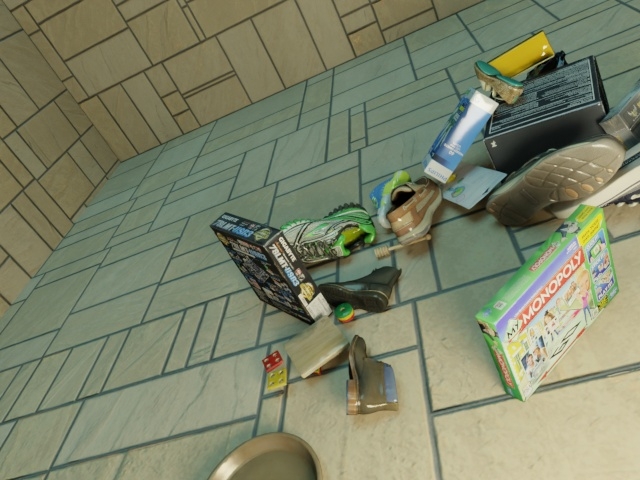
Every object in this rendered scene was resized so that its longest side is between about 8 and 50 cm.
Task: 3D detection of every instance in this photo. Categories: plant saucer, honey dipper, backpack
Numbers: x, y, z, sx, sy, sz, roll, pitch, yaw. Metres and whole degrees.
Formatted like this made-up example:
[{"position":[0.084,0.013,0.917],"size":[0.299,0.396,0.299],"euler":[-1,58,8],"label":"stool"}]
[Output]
[{"position":[-0.117,0.499,1.013],"size":[0.277,0.041,0.278],"euler":[-20,31,13],"label":"plant saucer"},{"position":[0.229,0.014,1.465],"size":[0.160,0.030,0.030],"euler":[-16,32,12],"label":"honey dipper"},{"position":[0.717,-0.482,1.671],"size":[0.173,0.158,0.117],"euler":[-46,16,-22],"label":"backpack"}]

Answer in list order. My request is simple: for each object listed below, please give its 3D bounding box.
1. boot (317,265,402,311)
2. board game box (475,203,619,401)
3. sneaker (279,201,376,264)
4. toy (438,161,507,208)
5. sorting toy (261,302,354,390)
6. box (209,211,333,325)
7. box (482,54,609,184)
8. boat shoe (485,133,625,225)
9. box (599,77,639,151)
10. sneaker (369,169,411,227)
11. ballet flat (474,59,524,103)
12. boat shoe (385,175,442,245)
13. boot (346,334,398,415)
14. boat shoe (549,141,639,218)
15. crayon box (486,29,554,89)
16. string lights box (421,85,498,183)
[{"position":[0.105,0.115,1.382],"size":[0.197,0.077,0.137],"euler":[10,42,29],"label":"boot"},{"position":[0.426,0.113,0.970],"size":[0.317,0.214,0.046],"euler":[-41,33,-18],"label":"board game box"},{"position":[0.000,0.000,1.547],"size":[0.343,0.134,0.146],"euler":[-25,33,-6],"label":"sneaker"},{"position":[0.424,-0.147,1.506],"size":[0.137,0.056,0.237],"euler":[-43,25,1],"label":"toy"},{"position":[-0.013,0.266,1.266],"size":[0.274,0.046,0.132],"euler":[-34,31,-8],"label":"sorting toy"},{"position":[-0.135,0.074,1.409],"size":[0.073,0.293,0.295],"euler":[-43,33,-23],"label":"box"},{"position":[0.630,-0.324,1.467],"size":[0.296,0.183,0.294],"euler":[-15,32,33],"label":"box"},{"position":[0.539,-0.161,1.249],"size":[0.355,0.132,0.130],"euler":[-33,22,54],"label":"boat shoe"},{"position":[0.801,-0.283,1.277],"size":[0.231,0.183,0.056],"euler":[-43,5,-22],"label":"box"},{"position":[0.203,-0.112,1.635],"size":[0.126,0.091,0.240],"euler":[-25,25,44],"label":"sneaker"},{"position":[0.494,-0.447,1.508],"size":[0.073,0.067,0.206],"euler":[-3,38,-20],"label":"ballet flat"},{"position":[0.260,-0.115,1.495],"size":[0.123,0.116,0.324],"euler":[-33,15,30],"label":"boat shoe"},{"position":[0.111,0.286,1.133],"size":[0.106,0.082,0.219],"euler":[1,32,6],"label":"boot"},{"position":[0.703,-0.111,1.186],"size":[0.340,0.158,0.127],"euler":[-38,20,49],"label":"boat shoe"},{"position":[0.610,-0.559,1.639],"size":[0.202,0.081,0.318],"euler":[-26,10,28],"label":"crayon box"},{"position":[0.397,-0.305,1.530],"size":[0.260,0.076,0.133],"euler":[-59,5,21],"label":"string lights box"}]
